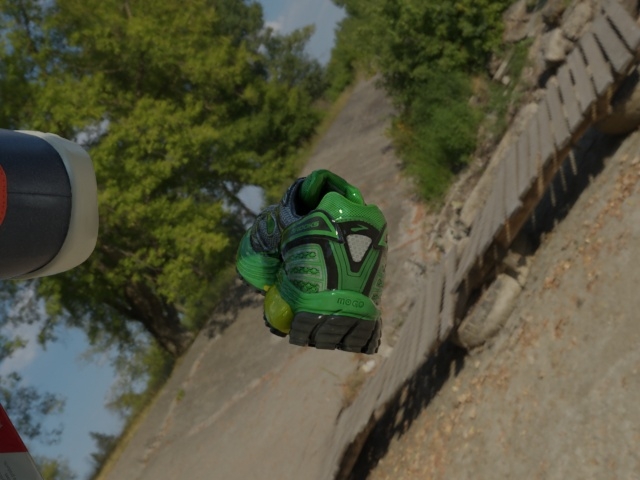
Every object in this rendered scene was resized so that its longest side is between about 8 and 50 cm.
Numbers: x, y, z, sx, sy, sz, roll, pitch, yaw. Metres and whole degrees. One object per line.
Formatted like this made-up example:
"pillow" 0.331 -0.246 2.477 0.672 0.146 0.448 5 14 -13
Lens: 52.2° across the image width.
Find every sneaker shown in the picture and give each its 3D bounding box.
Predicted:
"sneaker" -0.325 -0.012 0.436 0.148 0.350 0.131 -2 -99 -65
"sneaker" 0.000 0.000 0.685 0.343 0.134 0.146 -146 70 -71

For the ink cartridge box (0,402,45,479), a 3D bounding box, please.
"ink cartridge box" -0.278 0.192 0.428 0.176 0.128 0.127 -29 -6 -33
